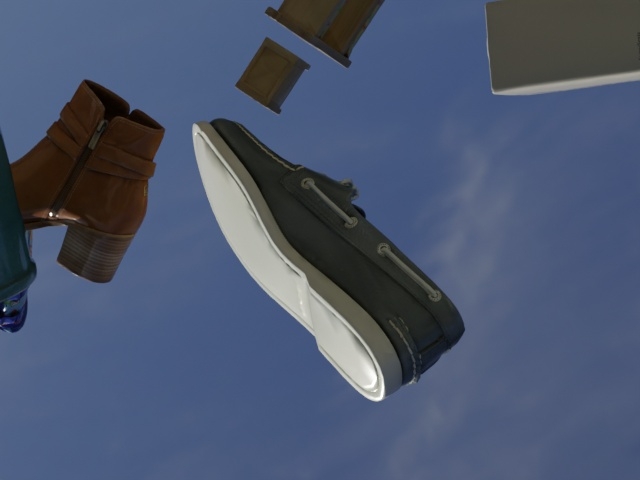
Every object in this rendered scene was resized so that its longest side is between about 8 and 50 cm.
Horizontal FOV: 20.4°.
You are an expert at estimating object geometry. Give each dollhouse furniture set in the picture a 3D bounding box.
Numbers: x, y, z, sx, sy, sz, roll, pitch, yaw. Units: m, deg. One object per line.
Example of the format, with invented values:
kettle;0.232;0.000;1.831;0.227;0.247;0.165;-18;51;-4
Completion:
dollhouse furniture set;-0.038;-0.228;1.692;0.161;0.101;0.182;36;-85;26

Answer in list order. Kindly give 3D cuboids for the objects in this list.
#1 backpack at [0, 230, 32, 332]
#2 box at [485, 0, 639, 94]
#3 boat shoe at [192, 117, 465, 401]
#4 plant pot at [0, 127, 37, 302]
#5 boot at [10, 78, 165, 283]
backpack;-0.351;0.031;1.778;0.117;0.173;0.158;2;-124;-13
box;0.328;-0.234;2.016;0.275;0.113;0.094;-3;180;36
boat shoe;0.000;0.000;1.497;0.099;0.116;0.319;-27;-126;-20
plant pot;-0.361;-0.080;1.322;0.271;0.255;0.271;-5;-168;1
boot;-0.230;-0.071;1.528;0.197;0.152;0.073;26;-159;10
